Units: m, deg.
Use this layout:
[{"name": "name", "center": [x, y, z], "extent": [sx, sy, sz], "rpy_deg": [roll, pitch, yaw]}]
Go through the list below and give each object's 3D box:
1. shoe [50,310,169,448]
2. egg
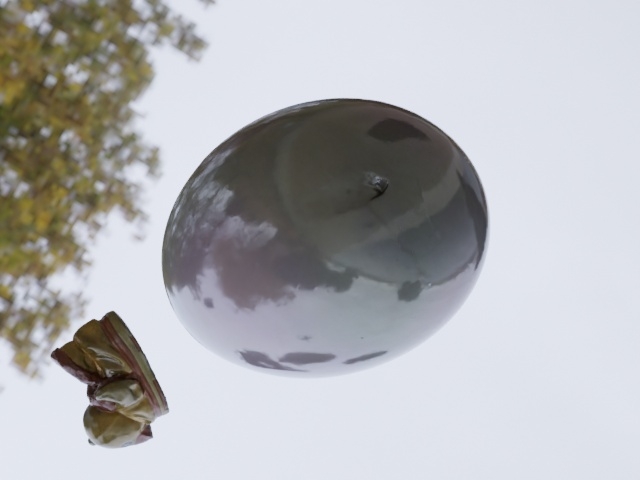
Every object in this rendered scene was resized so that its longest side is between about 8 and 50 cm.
[{"name": "shoe", "center": [-0.166, 0.109, 1.207], "extent": [0.069, 0.109, 0.072], "rpy_deg": [-25, -133, -16]}, {"name": "egg", "center": [0.000, 0.000, 0.583], "extent": [0.103, 0.135, 0.103], "rpy_deg": [27, -126, -45]}]
